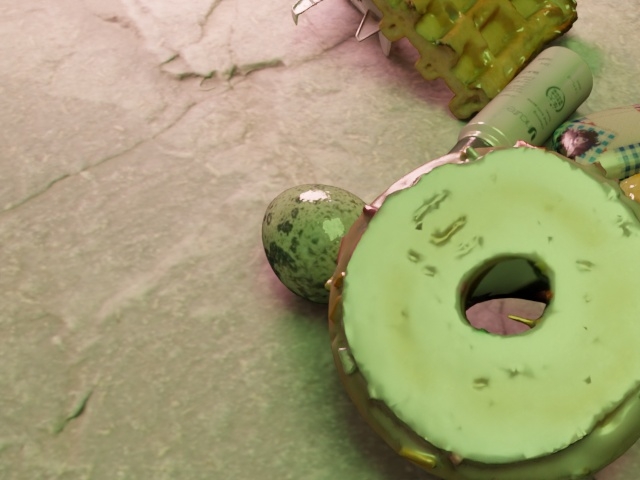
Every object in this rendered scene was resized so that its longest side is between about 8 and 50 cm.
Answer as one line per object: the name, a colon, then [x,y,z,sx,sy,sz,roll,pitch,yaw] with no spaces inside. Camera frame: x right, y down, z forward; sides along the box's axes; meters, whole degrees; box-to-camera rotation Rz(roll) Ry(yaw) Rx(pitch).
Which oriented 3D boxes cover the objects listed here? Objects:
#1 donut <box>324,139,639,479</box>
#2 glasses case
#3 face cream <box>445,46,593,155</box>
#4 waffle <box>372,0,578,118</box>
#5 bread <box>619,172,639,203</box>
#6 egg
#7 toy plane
donut: [0.192,0.081,1.406,0.382,0.142,0.383,-1,69,2]
glasses case: [0.458,-0.129,1.745,0.327,0.076,0.125,-10,42,-16]
face cream: [0.241,-0.140,1.726,0.092,0.092,0.311,31,50,22]
waffle: [0.175,-0.365,1.850,0.348,0.077,0.304,47,50,-6]
bread: [0.446,-0.034,1.613,0.160,0.169,0.140,-18,25,7]
egg: [0.000,0.000,1.539,0.132,0.132,0.172,-22,38,-25]
toy plane: [0.064,-0.371,1.920,0.251,0.101,0.255,-8,47,-22]
